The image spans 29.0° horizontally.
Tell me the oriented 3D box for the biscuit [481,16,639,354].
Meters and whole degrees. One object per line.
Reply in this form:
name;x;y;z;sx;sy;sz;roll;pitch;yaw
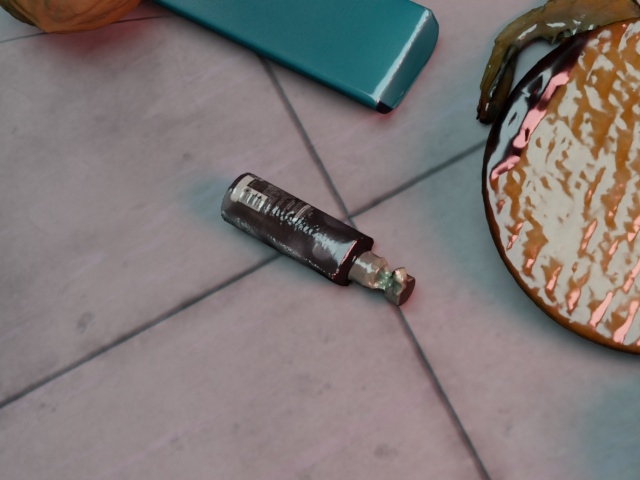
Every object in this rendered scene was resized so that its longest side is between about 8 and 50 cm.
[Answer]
biscuit;0.305;-0.051;1.118;0.318;0.040;0.317;-1;80;4

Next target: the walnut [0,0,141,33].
walnut;-0.264;-0.346;1.321;0.225;0.225;0.261;9;78;17

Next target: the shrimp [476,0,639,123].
shrimp;0.225;-0.147;1.207;0.173;0.058;0.253;33;80;30

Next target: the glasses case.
glasses case;-0.031;-0.239;1.301;0.301;0.070;0.117;30;85;21

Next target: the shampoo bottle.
shampoo bottle;0.000;0.001;1.199;0.208;0.063;0.057;28;88;22
